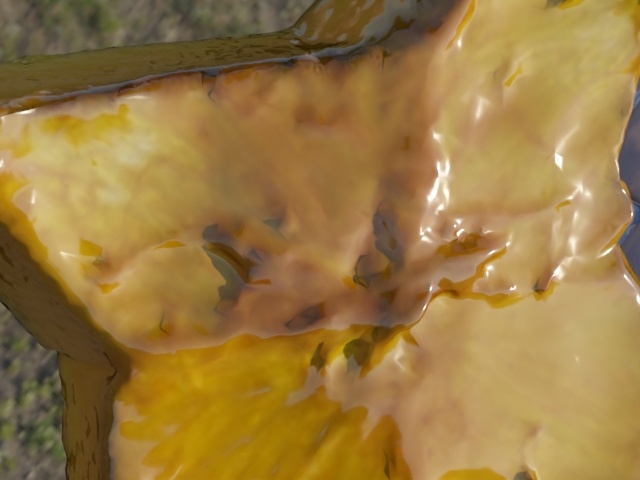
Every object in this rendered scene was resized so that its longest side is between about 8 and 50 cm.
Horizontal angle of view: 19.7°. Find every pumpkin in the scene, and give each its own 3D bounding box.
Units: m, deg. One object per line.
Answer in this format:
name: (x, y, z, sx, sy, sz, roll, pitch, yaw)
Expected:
pumpkin: (0.021, 0.011, 0.602, 0.290, 0.095, 0.258, -22, 110, -11)

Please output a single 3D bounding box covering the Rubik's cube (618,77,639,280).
Rubik's cube: (0.260, 0.030, 1.320, 0.231, 0.221, 0.225, 34, 3, -38)
